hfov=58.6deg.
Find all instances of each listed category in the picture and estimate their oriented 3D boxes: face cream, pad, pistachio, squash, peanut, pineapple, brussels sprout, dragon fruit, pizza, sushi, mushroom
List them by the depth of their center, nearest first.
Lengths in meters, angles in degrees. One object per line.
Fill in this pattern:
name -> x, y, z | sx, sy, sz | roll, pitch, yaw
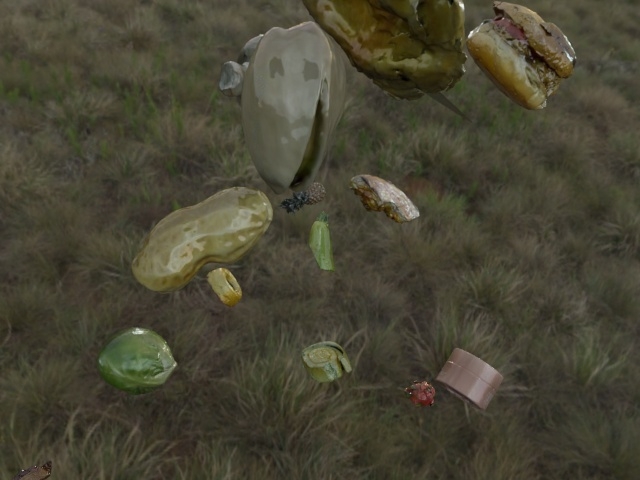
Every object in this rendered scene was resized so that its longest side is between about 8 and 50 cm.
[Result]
pistachio -> -0.051, -0.254, 1.114 | 0.207, 0.332, 0.226 | 3, 13, -35
peanut -> -0.235, -0.005, 1.150 | 0.305, 0.147, 0.147 | -26, 44, -17
sushi -> -0.660, 0.536, 1.294 | 0.099, 0.050, 0.047 | -21, 79, -41
pineapple -> -0.043, -0.101, 1.356 | 0.058, 0.058, 0.124 | 28, 35, 29
pad -> 0.173, -0.387, 1.359 | 0.375, 0.063, 0.315 | 21, 21, -49
mushroom -> -0.172, -0.426, 1.536 | 0.243, 0.244, 0.244 | 3, 35, -2
face cream -> 0.400, 0.374, 1.537 | 0.149, 0.149, 0.104 | 29, 78, 30
squash -> -0.002, 0.002, 1.772 | 0.075, 0.200, 0.090 | -14, -18, 30
brussels sprout -> -0.595, 0.391, 1.854 | 0.243, 0.244, 0.244 | 3, 35, -2
dragon fruit -> 0.322, 0.502, 1.869 | 0.116, 0.081, 0.086 | -15, 18, 36
pizza -> 0.213, -0.132, 1.906 | 0.305, 0.085, 0.161 | 27, 40, -33

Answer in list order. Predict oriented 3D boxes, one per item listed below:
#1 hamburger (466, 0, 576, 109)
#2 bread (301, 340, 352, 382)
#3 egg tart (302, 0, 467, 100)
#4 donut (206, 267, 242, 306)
hamburger -> 0.443, -0.415, 1.283 | 0.244, 0.163, 0.244 | 33, 19, -13
bread -> 0.015, 0.331, 1.545 | 0.117, 0.064, 0.156 | -16, 18, -13
egg tart -> 0.056, -0.288, 0.653 | 0.132, 0.297, 0.297 | -29, 43, -9
donut -> -0.360, 0.174, 2.186 | 0.065, 0.162, 0.178 | -38, 16, 5
